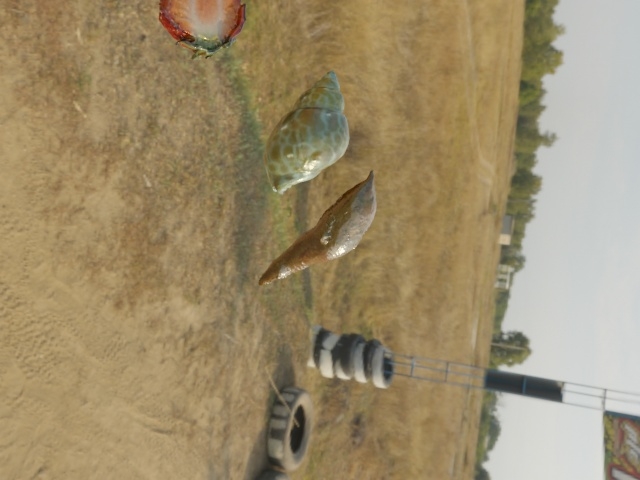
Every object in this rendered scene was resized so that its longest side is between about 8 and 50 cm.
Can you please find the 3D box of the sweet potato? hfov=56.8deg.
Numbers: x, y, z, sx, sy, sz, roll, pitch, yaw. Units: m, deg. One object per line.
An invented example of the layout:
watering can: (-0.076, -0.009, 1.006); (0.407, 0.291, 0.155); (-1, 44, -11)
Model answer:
sweet potato: (0.005, 0.004, 0.780); (0.226, 0.068, 0.068); (-42, 175, 19)

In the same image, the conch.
conch: (-0.023, -0.146, 0.864); (0.106, 0.173, 0.116); (49, 24, -7)

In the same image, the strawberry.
strawberry: (-0.197, -0.383, 0.939); (0.146, 0.082, 0.187); (-10, 105, -44)
